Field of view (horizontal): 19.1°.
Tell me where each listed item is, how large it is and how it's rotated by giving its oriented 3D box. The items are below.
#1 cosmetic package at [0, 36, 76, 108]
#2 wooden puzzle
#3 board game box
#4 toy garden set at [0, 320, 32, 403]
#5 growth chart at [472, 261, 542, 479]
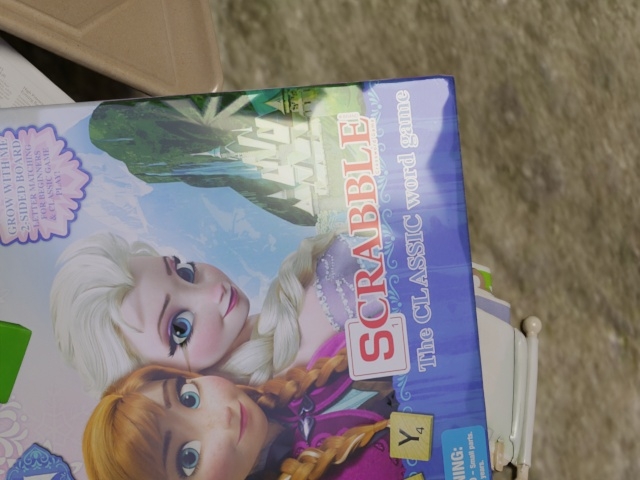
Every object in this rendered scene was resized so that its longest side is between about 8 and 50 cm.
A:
[{"bbox_3d":[-0.197,-0.054,1.161,0.239,0.060,0.099,42,53,-24],"label":"cosmetic package"},{"bbox_3d":[-0.177,-0.200,1.209,0.239,0.044,0.221,18,48,-41],"label":"wooden puzzle"},{"bbox_3d":[-0.061,0.071,1.115,0.318,0.066,0.318,-7,91,-19],"label":"board game box"},{"bbox_3d":[-0.271,0.139,0.960,0.204,0.049,0.244,16,94,-51],"label":"toy garden set"},{"bbox_3d":[0.087,0.070,1.414,0.237,0.021,0.172,32,55,-32],"label":"growth chart"}]
